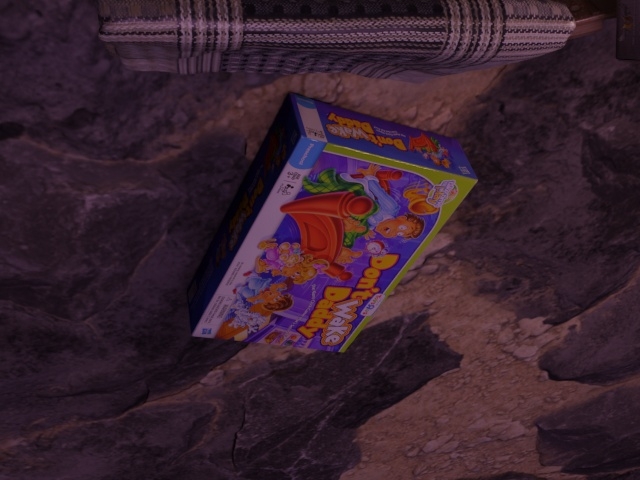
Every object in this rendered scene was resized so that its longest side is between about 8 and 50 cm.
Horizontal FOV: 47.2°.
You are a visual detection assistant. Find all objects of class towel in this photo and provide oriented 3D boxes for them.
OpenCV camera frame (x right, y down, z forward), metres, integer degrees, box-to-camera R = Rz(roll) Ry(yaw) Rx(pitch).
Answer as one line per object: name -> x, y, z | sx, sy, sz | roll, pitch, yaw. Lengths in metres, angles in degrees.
towel -> -0.019, -0.155, 0.594 | 0.311, 0.324, 0.056 | -4, 102, -13

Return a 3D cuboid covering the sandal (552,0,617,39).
sandal -> 0.321, -0.272, 0.712 | 0.239, 0.088, 0.079 | -18, 145, 10

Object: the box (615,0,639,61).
box -> 0.362, -0.284, 0.654 | 0.182, 0.056, 0.231 | -9, 107, -8

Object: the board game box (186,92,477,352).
board game box -> 0.000, 0.000, 0.921 | 0.233, 0.078, 0.347 | 10, 133, -27
